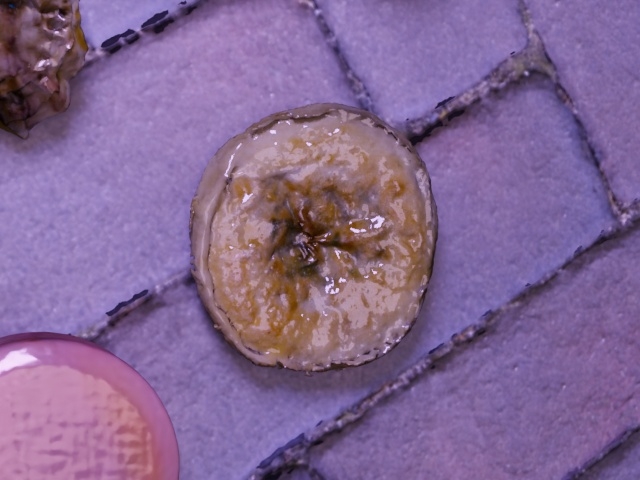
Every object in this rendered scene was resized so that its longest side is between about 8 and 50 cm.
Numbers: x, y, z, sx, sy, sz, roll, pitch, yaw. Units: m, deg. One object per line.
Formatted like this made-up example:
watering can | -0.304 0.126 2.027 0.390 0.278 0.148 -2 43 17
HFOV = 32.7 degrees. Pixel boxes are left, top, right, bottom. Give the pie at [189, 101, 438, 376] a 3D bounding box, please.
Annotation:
pie | 0.000 0.000 1.070 0.274 0.055 0.274 -1 93 -21

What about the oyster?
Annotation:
oyster | -0.292 -0.185 0.895 0.223 0.083 0.214 24 118 -24

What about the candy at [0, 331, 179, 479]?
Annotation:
candy | -0.249 0.210 0.961 0.255 0.094 0.255 -1 93 -22
